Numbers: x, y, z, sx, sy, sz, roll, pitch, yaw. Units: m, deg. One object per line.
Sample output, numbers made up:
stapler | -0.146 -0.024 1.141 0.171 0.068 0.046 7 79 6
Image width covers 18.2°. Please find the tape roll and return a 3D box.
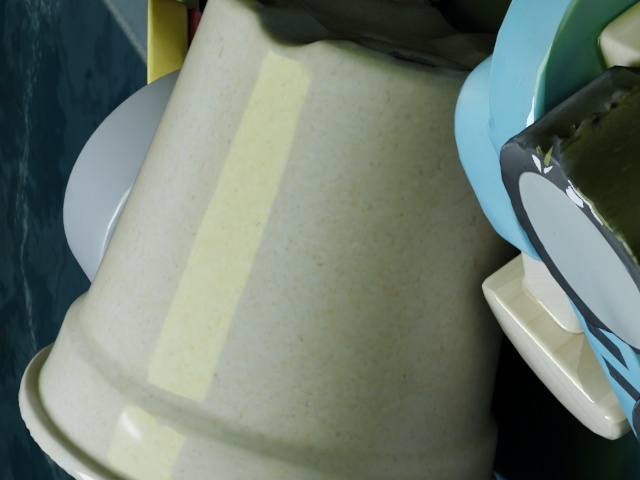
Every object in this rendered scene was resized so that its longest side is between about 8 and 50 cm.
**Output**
tape roll | -0.076 -0.025 1.484 0.072 0.219 0.219 53 140 41

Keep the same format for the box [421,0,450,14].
box | 0.064 -0.203 1.388 0.137 0.027 0.094 -54 53 51

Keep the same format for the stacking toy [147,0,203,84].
stacking toy | -0.073 -0.233 1.598 0.279 0.130 0.309 -112 22 -79

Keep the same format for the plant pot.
plant pot | 0.000 0.000 1.298 0.334 0.333 0.305 39 119 51

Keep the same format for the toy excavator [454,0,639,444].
toy excavator | 0.174 -0.014 0.959 0.445 0.222 0.433 43 166 55
